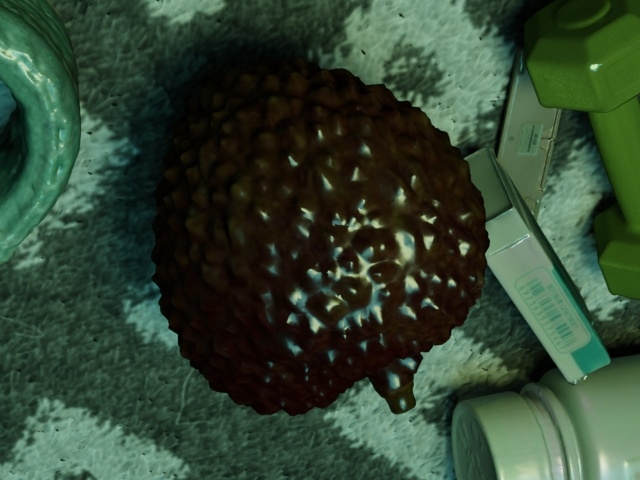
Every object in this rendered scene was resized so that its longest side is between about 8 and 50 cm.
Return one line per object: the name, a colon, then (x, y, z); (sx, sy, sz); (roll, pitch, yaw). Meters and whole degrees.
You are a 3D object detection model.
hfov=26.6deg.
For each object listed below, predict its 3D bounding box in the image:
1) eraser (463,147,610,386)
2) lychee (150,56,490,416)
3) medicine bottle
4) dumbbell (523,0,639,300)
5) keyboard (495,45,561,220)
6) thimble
eraser: (0.188, 0.026, 1.212); (0.052, 0.095, 0.225); (-29, 128, 13)
lychee: (0.000, 0.000, 1.065); (0.275, 0.276, 0.304); (-30, 96, 2)
medicine bottle: (0.286, 0.198, 1.305); (0.293, 0.170, 0.170); (-8, 120, -12)
dumbbell: (0.265, -0.077, 1.171); (0.121, 0.108, 0.302); (-31, 126, -6)
keyboard: (0.186, -0.094, 1.209); (0.055, 0.017, 0.166); (2, 117, -11)
thimble: (-0.276, -0.091, 1.010); (0.198, 0.143, 0.235); (-10, 122, -9)
